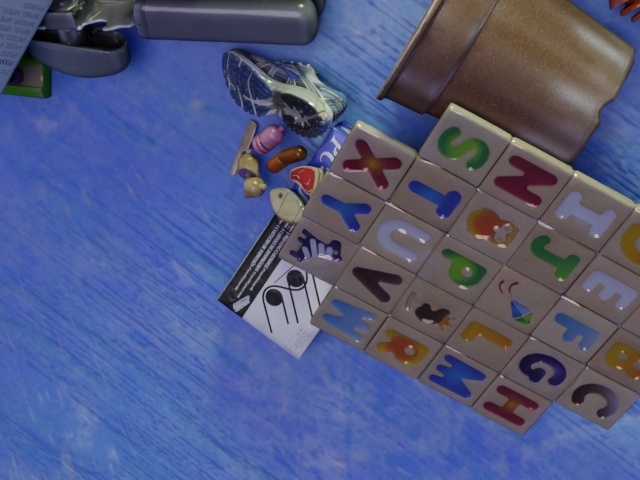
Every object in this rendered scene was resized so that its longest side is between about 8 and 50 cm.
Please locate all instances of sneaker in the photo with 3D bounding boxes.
[{"bbox_3d":[-0.032,-0.138,1.269,0.135,0.058,0.052,34,137,27],"label":"sneaker"}]

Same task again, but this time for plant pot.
[{"bbox_3d":[0.158,-0.148,1.157,0.165,0.167,0.167,30,111,-2],"label":"plant pot"}]

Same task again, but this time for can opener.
[{"bbox_3d":[-0.136,-0.197,1.272,0.283,0.076,0.095,4,137,11],"label":"can opener"}]

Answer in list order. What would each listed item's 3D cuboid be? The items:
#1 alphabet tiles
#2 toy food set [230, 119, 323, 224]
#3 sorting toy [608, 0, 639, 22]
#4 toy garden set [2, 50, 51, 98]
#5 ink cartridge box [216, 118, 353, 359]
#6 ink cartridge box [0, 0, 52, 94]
[{"bbox_3d":[0.146,0.037,1.204,0.342,0.011,0.285,28,131,-5],"label":"alphabet tiles"},{"bbox_3d":[-0.041,-0.065,1.266,0.122,0.019,0.078,32,105,40],"label":"toy food set"},{"bbox_3d":[0.287,-0.209,1.147,0.102,0.061,0.042,-28,96,44],"label":"sorting toy"},{"bbox_3d":[-0.356,-0.263,1.326,0.203,0.049,0.244,8,106,14],"label":"toy garden set"},{"bbox_3d":[0.000,0.000,1.294,0.097,0.046,0.207,35,111,4],"label":"ink cartridge box"},{"bbox_3d":[-0.332,-0.339,1.191,0.279,0.160,0.385,37,106,18],"label":"ink cartridge box"}]
